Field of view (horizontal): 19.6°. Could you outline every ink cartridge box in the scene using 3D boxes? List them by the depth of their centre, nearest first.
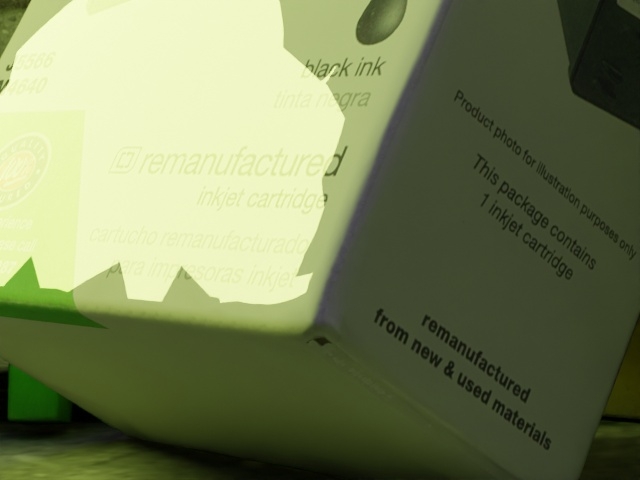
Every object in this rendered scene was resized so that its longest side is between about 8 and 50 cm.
[{"bbox_3d":[0.017,-0.074,0.557,0.198,0.272,0.115,2,-27,47],"label":"ink cartridge box"}]

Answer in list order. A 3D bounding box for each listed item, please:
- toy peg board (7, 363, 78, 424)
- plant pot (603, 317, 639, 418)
[{"bbox_3d":[-0.139,0.034,0.697,0.161,0.079,0.160,-1,-10,11],"label":"toy peg board"},{"bbox_3d":[0.102,-0.045,0.727,0.212,0.187,0.212,1,7,38],"label":"plant pot"}]
